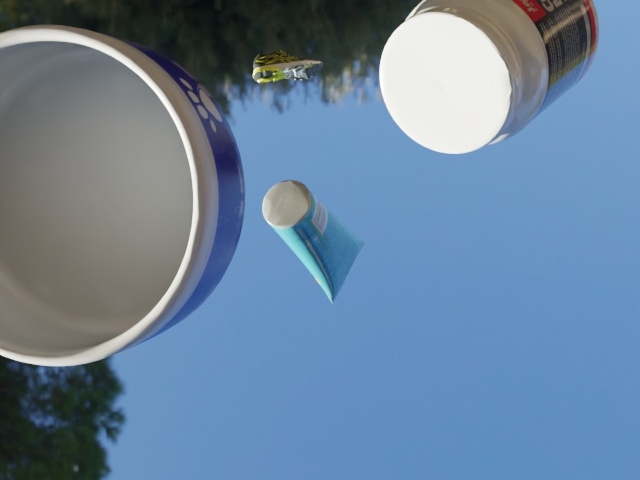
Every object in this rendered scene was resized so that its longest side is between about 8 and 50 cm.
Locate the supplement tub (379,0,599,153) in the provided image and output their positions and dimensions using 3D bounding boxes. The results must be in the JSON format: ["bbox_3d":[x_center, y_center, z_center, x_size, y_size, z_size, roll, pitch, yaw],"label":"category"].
[{"bbox_3d":[0.208,-0.228,1.446,0.191,0.191,0.272,28,-144,19],"label":"supplement tub"}]

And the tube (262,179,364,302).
[{"bbox_3d":[0.000,0.000,1.272,0.052,0.207,0.080,28,-100,28],"label":"tube"}]

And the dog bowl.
[{"bbox_3d":[-0.199,-0.037,0.964,0.265,0.265,0.104,20,-170,13],"label":"dog bowl"}]

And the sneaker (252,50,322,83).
[{"bbox_3d":[-0.039,-0.208,1.394,0.083,0.031,0.035,-6,-119,-9],"label":"sneaker"}]
